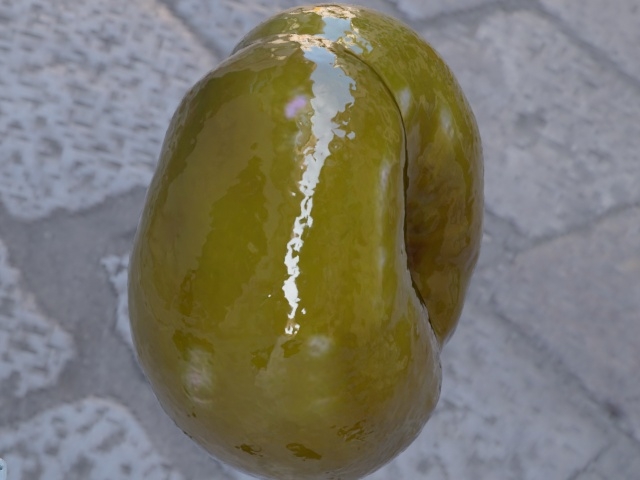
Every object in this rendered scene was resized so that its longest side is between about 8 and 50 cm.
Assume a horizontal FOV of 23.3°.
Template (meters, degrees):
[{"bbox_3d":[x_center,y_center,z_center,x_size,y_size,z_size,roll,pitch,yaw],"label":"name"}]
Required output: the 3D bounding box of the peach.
[{"bbox_3d":[0.000,0.000,0.792,0.153,0.251,0.251,13,38,12],"label":"peach"}]

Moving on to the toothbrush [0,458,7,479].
[{"bbox_3d":[-0.308,0.328,1.420,0.030,0.030,0.304,9,46,-16],"label":"toothbrush"}]
